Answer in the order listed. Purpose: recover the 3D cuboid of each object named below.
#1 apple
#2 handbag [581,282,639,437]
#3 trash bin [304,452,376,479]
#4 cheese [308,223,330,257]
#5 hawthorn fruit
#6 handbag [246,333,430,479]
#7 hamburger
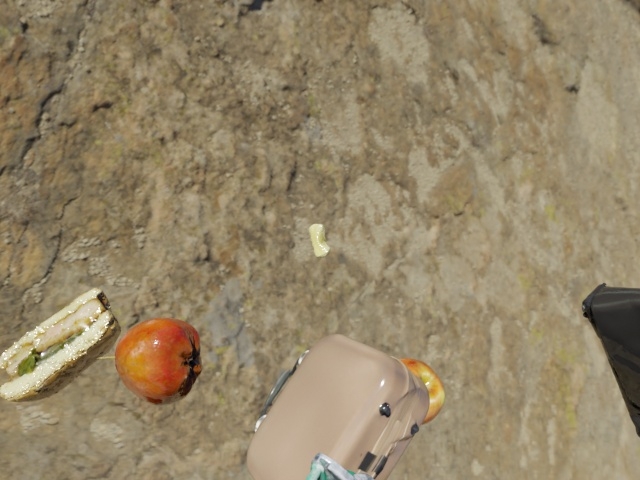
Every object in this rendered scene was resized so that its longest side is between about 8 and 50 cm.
[{"bbox_3d":[0.208,0.358,1.500,0.163,0.139,0.163,23,47,-28],"label":"apple"},{"bbox_3d":[0.450,0.145,0.730,0.080,0.247,0.223,-35,107,-30],"label":"handbag"},{"bbox_3d":[-0.038,0.494,0.827,0.295,0.381,0.259,49,34,-2],"label":"trash bin"},{"bbox_3d":[0.000,0.000,1.523,0.030,0.044,0.083,9,61,-53],"label":"cheese"},{"bbox_3d":[-0.228,0.164,0.901,0.125,0.140,0.125,-16,112,-45],"label":"hawthorn fruit"},{"bbox_3d":[0.007,0.300,1.065,0.149,0.283,0.301,37,83,-39],"label":"handbag"},{"bbox_3d":[-0.506,0.225,1.268,0.124,0.262,0.131,53,-5,34],"label":"hamburger"}]
